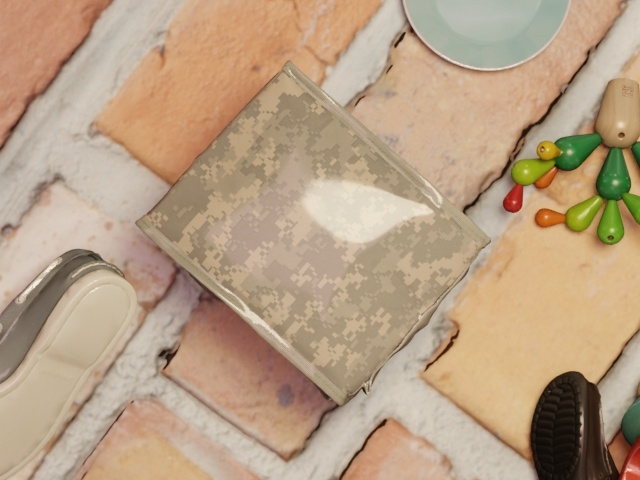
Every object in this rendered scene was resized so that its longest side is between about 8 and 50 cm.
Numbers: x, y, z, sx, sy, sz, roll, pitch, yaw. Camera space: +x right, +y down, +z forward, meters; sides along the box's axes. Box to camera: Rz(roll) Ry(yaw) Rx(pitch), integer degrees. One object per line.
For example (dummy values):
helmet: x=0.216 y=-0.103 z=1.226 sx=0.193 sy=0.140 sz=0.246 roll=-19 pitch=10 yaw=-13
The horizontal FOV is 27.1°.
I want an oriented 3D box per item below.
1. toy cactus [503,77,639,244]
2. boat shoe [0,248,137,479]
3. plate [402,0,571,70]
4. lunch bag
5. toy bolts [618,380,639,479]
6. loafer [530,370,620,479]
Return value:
toy cactus: x=0.311 y=-0.087 z=1.415 sx=0.218 sy=0.112 sz=0.181 roll=7 pitch=77 yaw=8
boat shoe: x=-0.324 y=0.142 z=1.407 sx=0.319 sy=0.116 sz=0.099 roll=-49 pitch=45 yaw=4
plate: x=0.181 y=-0.277 z=1.454 sx=0.188 sy=0.024 sz=0.188 roll=0 pitch=88 yaw=-1
lunch bag: x=0.000 y=0.000 z=1.366 sx=0.287 sy=0.169 sz=0.235 roll=42 pitch=87 yaw=6
toy bolts: x=0.411 y=0.237 z=1.396 sx=0.228 sy=0.158 sz=0.218 roll=26 pitch=131 yaw=-4
loafer: x=0.278 y=0.249 z=1.409 sx=0.078 sy=0.080 sz=0.220 roll=3 pitch=85 yaw=-33
